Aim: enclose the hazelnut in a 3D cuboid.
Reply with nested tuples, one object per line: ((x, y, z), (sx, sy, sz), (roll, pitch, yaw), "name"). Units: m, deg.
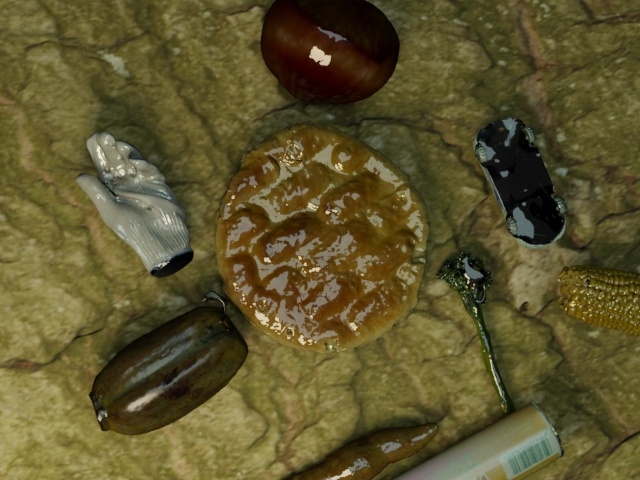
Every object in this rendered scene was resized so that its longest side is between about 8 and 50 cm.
((0.017, -0.276, 1.899), (0.204, 0.178, 0.178), (8, 82, -39), "hazelnut")

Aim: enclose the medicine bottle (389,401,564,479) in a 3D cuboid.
((0.144, 0.372, 1.876), (0.426, 0.108, 0.108), (-26, 89, -10), "medicine bottle")

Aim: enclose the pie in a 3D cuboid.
((0.000, 0.000, 1.910), (0.339, 0.083, 0.340), (1, 85, -11), "pie")

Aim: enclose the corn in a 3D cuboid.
((0.491, 0.102, 1.962), (0.293, 0.106, 0.106), (10, 83, -6), "corn")

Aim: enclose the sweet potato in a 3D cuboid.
((0.043, 0.321, 1.892), (0.273, 0.067, 0.067), (-21, 88, -5), "sweet potato")

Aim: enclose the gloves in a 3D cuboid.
((-0.263, -0.053, 1.865), (0.119, 0.097, 0.229), (-28, 91, -21), "gloves")

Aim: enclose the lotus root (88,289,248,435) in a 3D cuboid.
((-0.210, 0.182, 1.837), (0.241, 0.123, 0.124), (-32, 63, -7), "lotus root")

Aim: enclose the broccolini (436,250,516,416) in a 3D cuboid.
((0.244, 0.139, 1.961), (0.057, 0.071, 0.254), (-23, 96, -51), "broccolini")

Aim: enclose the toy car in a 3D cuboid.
((0.298, -0.085, 1.972), (0.095, 0.056, 0.205), (-24, 92, -10), "toy car")
